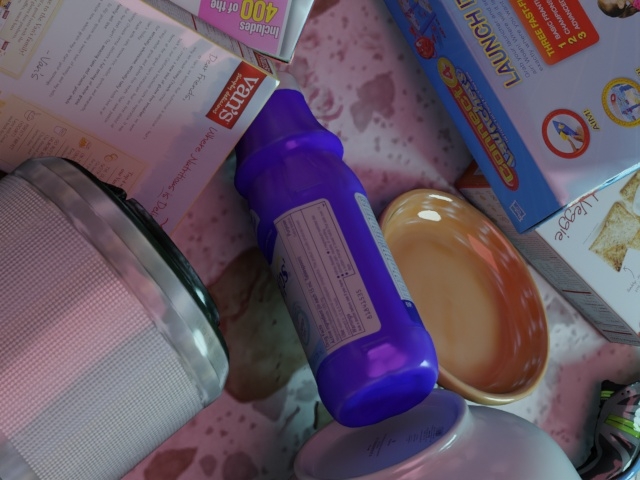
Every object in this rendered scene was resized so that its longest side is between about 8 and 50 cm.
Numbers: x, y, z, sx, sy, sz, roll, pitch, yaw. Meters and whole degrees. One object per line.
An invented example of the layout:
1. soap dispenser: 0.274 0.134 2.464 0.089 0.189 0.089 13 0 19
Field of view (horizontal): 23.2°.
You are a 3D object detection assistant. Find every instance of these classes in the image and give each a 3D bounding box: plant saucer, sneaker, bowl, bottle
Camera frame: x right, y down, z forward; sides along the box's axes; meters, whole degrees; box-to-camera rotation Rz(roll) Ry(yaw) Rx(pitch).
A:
1. plant saucer: 0.113 0.051 1.314 0.200 0.037 0.200 26 47 -31
2. sneaker: 0.277 0.171 1.441 0.078 0.067 0.188 44 75 1
3. bowl: 0.067 0.205 1.197 0.298 0.298 0.134 -29 107 -22
4. bottle: 0.000 0.000 1.205 0.092 0.118 0.283 -20 68 -7

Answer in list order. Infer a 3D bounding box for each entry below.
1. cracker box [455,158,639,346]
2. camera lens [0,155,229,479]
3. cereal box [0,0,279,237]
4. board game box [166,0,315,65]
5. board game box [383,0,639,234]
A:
1. cracker box: 0.253 -0.034 1.407 0.232 0.067 0.156 43 73 -22
2. camera lens: -0.219 0.092 1.091 0.274 0.219 0.219 -40 109 -15
3. cereal box: -0.175 -0.116 1.163 0.240 0.047 0.173 29 110 -26
4. board game box: -0.079 -0.317 1.153 0.242 0.064 0.316 17 108 -20
5. board game box: 0.225 -0.208 1.321 0.302 0.086 0.308 -27 84 -22
